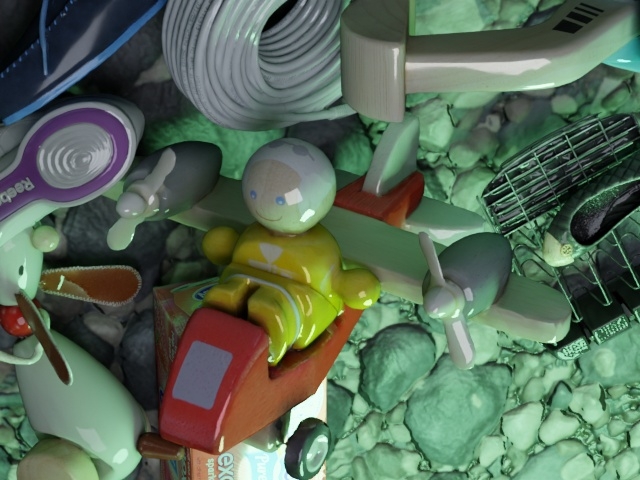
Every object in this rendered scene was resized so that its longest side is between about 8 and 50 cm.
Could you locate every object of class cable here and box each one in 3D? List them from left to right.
[{"bbox_3d":[-0.027,-0.217,1.746,0.257,0.089,0.257,-16,139,-39],"label":"cable"}]

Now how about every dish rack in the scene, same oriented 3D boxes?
[{"bbox_3d":[0.287,-0.010,2.021,0.208,0.074,0.271,-29,120,1],"label":"dish rack"}]

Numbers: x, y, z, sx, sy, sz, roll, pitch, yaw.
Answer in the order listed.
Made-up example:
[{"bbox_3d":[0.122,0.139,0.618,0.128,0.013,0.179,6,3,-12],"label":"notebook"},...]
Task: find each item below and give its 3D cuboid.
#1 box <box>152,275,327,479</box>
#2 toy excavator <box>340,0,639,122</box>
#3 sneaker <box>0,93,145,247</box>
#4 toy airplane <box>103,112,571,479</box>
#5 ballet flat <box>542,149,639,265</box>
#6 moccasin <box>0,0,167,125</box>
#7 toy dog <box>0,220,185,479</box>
[{"bbox_3d":[-0.084,0.195,1.987,0.154,0.142,0.300,-10,121,-16],"label":"box"},{"bbox_3d":[0.291,-0.210,1.744,0.432,0.445,0.222,15,123,26],"label":"toy excavator"},{"bbox_3d":[-0.299,-0.054,1.803,0.305,0.152,0.114,-20,103,13],"label":"sneaker"},{"bbox_3d":[0.000,0.000,1.766,0.386,0.384,0.272,-16,136,-5],"label":"toy airplane"},{"bbox_3d":[0.296,-0.035,1.939,0.173,0.049,0.057,-42,117,10],"label":"ballet flat"},{"bbox_3d":[-0.198,-0.255,1.735,0.342,0.137,0.117,-46,108,-6],"label":"moccasin"},{"bbox_3d":[-0.238,0.127,1.891,0.161,0.220,0.334,-5,135,26],"label":"toy dog"}]
